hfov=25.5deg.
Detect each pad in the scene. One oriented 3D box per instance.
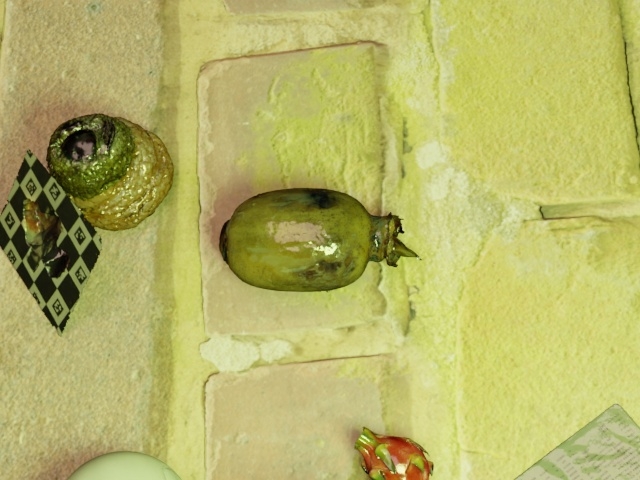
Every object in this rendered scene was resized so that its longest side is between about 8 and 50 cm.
[{"bbox_3d":[0.327,0.342,1.807,0.265,0.009,0.159,-36,64,-6],"label":"pad"}]

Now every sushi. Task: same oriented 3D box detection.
[{"bbox_3d":[-0.380,-0.002,2.040,0.040,0.192,0.210,-11,52,-45],"label":"sushi"}]

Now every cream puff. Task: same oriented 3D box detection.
[{"bbox_3d":[-0.316,-0.119,2.047,0.183,0.169,0.183,-5,64,10],"label":"cream puff"}]

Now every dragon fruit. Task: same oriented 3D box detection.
[{"bbox_3d":[0.092,0.289,1.831,0.116,0.086,0.081,36,72,12],"label":"dragon fruit"}]

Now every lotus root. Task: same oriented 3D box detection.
[{"bbox_3d":[0.000,-0.002,1.952,0.278,0.154,0.154,2,67,6],"label":"lotus root"}]

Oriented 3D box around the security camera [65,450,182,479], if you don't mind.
[{"bbox_3d":[-0.245,0.380,1.805,0.194,0.194,0.236,-33,61,-4],"label":"security camera"}]
